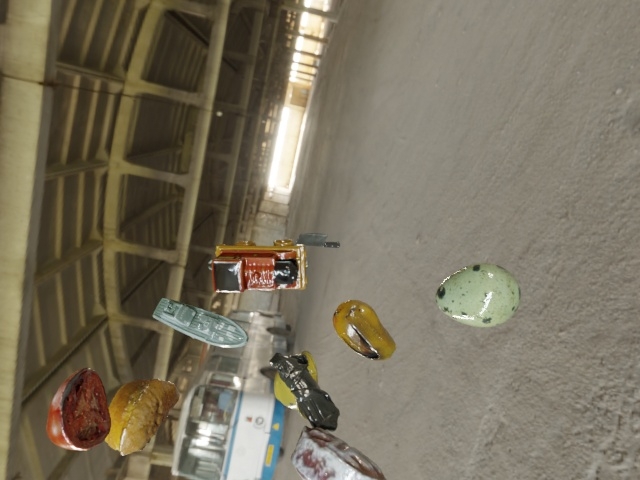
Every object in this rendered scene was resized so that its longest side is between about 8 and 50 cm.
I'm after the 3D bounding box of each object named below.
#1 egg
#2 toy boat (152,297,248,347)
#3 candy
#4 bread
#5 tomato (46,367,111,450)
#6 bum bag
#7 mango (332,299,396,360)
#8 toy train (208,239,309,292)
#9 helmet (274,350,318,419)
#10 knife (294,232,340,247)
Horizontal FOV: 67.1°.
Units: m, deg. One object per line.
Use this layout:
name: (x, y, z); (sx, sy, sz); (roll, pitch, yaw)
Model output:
egg: (0.431, 0.151, 1.333); (0.177, 0.228, 0.177); (23, -117, -58)
toy boat: (-0.301, 0.210, 1.219); (0.085, 0.260, 0.078); (85, -154, -62)
candy: (0.047, 0.658, 1.383); (0.157, 0.289, 0.214); (-62, -30, -9)
bread: (-0.516, 0.472, 1.388); (0.260, 0.129, 0.134); (-53, -34, -64)
tomato: (-0.532, 0.369, 1.033); (0.174, 0.082, 0.166); (43, -151, -84)
bum bag: (-0.042, 0.492, 1.611); (0.326, 0.142, 0.079); (50, 126, 26)
mango: (0.153, 0.310, 1.655); (0.156, 0.249, 0.151); (-51, -2, -6)
toy train: (-0.227, 0.097, 1.668); (0.231, 0.369, 0.163); (-54, -37, -74)
helmet: (-0.108, 0.554, 1.854); (0.205, 0.140, 0.257); (55, -147, -46)
knife: (0.000, 0.000, 2.071); (0.072, 0.245, 0.019); (-58, 48, 29)
